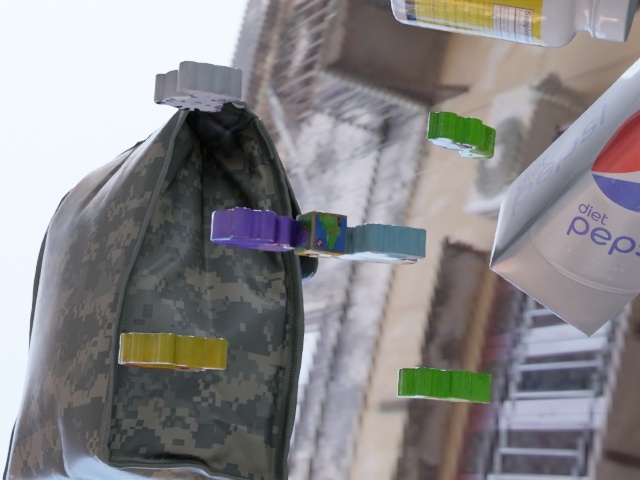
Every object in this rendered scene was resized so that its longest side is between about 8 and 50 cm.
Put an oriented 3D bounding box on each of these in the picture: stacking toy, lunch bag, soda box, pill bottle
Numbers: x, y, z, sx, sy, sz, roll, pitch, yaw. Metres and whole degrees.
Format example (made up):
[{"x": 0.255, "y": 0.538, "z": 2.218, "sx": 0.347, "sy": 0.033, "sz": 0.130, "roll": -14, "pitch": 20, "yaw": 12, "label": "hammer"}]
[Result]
[{"x": 0.000, "y": 0.000, "z": 0.998, "sx": 0.221, "sy": 0.052, "sz": 0.167, "roll": 8, "pitch": -100, "yaw": -24, "label": "stacking toy"}, {"x": -0.116, "y": 0.050, "z": 1.308, "sx": 0.169, "sy": 0.235, "sz": 0.287, "roll": 13, "pitch": -108, "yaw": -24, "label": "lunch bag"}, {"x": 0.235, "y": -0.068, "z": 1.149, "sx": 0.091, "sy": 0.286, "sz": 0.098, "roll": 35, "pitch": -145, "yaw": -12, "label": "soda box"}, {"x": 0.098, "y": -0.131, "z": 0.876, "sx": 0.116, "sy": 0.065, "sz": 0.065, "roll": 11, "pitch": -101, "yaw": 13, "label": "pill bottle"}]
